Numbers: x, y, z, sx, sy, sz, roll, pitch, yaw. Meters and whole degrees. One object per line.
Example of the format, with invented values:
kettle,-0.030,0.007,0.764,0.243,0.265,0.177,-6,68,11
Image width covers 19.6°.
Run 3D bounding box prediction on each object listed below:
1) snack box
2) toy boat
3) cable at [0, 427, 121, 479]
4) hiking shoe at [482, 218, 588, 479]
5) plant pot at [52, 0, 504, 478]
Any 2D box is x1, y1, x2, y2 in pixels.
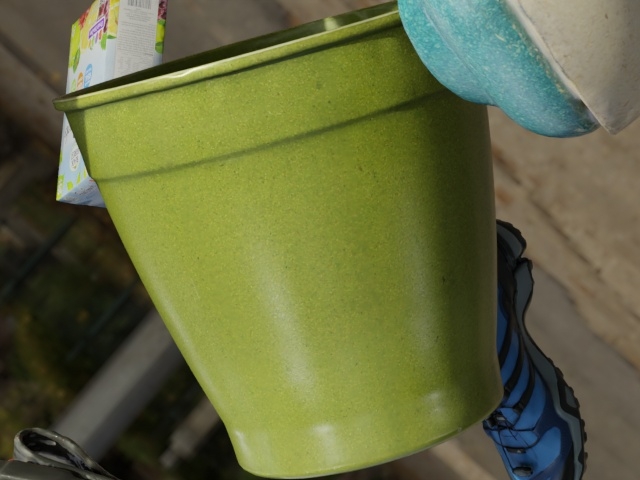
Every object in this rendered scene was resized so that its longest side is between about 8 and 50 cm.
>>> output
snack box,-0.225,-0.152,1.992,0.070,0.207,0.174,7,168,-20
toy boat,0.027,-0.190,0.803,0.318,0.148,0.267,47,-162,-40
cable,-0.208,0.246,1.709,0.287,0.072,0.139,12,-152,17
hiking shoe,0.164,0.135,1.844,0.113,0.132,0.304,-15,96,49
plant pot,0.000,0.000,1.570,0.366,0.366,0.353,-165,59,-73
